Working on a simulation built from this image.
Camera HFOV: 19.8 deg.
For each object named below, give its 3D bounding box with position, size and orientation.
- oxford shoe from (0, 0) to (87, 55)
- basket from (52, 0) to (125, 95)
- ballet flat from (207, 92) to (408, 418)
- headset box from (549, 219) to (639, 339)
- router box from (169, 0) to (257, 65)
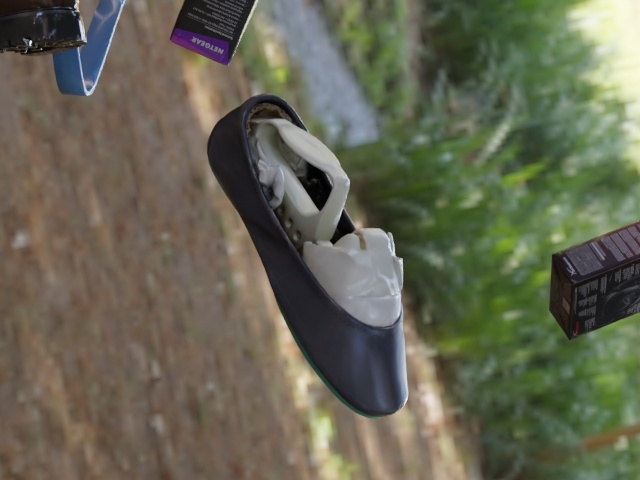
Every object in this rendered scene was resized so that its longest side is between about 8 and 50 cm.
[{"bbox_3d":[-0.266,-0.174,1.317,0.083,0.227,0.096,-8,92,-63],"label":"oxford shoe"},{"bbox_3d":[-0.204,-0.303,1.590,0.289,0.201,0.255,90,7,-46],"label":"basket"},{"bbox_3d":[0.000,0.000,1.008,0.203,0.074,0.074,60,4,25],"label":"ballet flat"},{"bbox_3d":[0.198,0.024,1.232,0.062,0.083,0.032,84,-20,-50],"label":"headset box"},{"bbox_3d":[-0.054,-0.192,1.237,0.179,0.046,0.133,-100,-146,-80],"label":"router box"}]
